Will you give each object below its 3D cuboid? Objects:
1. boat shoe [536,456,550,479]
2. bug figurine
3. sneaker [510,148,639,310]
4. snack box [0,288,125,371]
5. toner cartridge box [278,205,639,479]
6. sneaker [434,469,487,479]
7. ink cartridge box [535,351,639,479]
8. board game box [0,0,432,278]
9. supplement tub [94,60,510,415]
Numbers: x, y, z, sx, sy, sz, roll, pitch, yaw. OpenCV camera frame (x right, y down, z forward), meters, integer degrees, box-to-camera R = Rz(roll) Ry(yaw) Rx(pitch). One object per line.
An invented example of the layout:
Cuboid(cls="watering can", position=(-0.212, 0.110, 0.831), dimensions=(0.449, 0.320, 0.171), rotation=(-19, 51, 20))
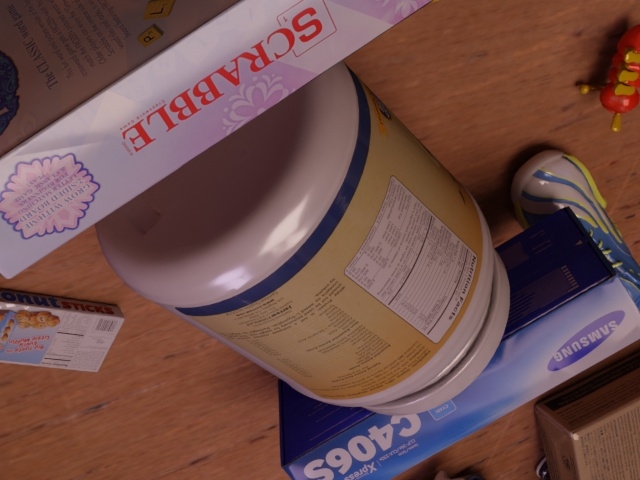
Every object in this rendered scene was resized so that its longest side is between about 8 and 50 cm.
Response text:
Cuboid(cls="boat shoe", position=(0.355, 0.298, 1.479), dimensions=(0.125, 0.038, 0.046), rotation=(-23, 134, -15))
Cuboid(cls="bug figurine", position=(0.395, -0.201, 1.072), dimensions=(0.279, 0.072, 0.216), rotation=(4, 116, -29))
Cuboid(cls="sneaker", position=(0.287, 0.003, 1.131), dimensions=(0.091, 0.126, 0.240), rotation=(-42, 136, 4))
Cuboid(cls="snack box", position=(-0.259, 0.075, 0.918), dimensions=(0.178, 0.022, 0.064), rotation=(12, 118, -39))
Cuboid(cls="toner cartridge box", position=(0.123, 0.112, 1.036), dimensions=(0.348, 0.165, 0.075), rotation=(-32, 112, 11))
Cuboid(cls="sneaker", position=(0.212, 0.377, 1.406), dimensions=(0.297, 0.111, 0.129), rotation=(33, 76, -56))
Cuboid(cls="ink cartridge box", position=(0.401, 0.285, 1.421), dimensions=(0.193, 0.088, 0.235), rotation=(-23, 116, -16))
Cuboid(cls="board game box", position=(-0.097, -0.175, 0.605), dimensions=(0.318, 0.319, 0.066), rotation=(-33, 136, -3))
Cuboid(cls="supplement tub", position=(0.000, 0.000, 0.873), dimensions=(0.228, 0.228, 0.316), rotation=(-44, 136, 7))
